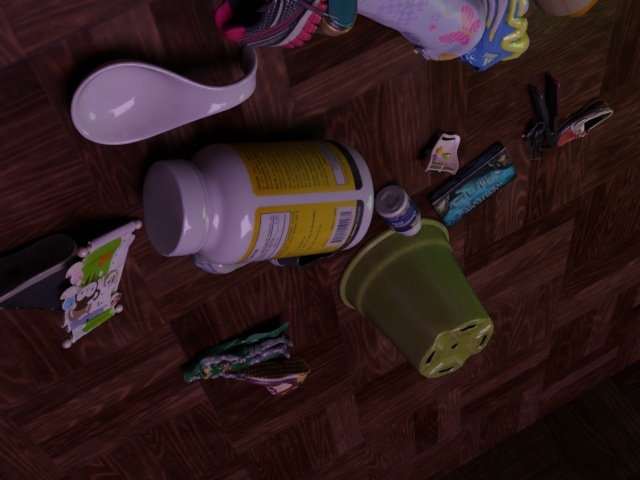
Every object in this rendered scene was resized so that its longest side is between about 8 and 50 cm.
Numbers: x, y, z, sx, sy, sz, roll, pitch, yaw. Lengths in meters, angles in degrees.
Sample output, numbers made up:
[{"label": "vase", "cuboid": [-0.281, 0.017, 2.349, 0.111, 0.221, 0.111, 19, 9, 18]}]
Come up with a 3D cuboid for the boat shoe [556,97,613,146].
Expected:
[{"label": "boat shoe", "cuboid": [0.548, -0.241, 1.814, 0.137, 0.043, 0.049, -39, 148, 8]}]

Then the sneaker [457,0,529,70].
[{"label": "sneaker", "cuboid": [0.268, -0.351, 1.398, 0.126, 0.091, 0.240, -36, 147, 3]}]

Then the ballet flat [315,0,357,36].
[{"label": "ballet flat", "cuboid": [0.018, -0.382, 1.127, 0.080, 0.073, 0.232, 12, 87, -31]}]

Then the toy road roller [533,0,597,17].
[{"label": "toy road roller", "cuboid": [0.479, -0.465, 1.304, 0.329, 0.240, 0.202, -43, 145, 12]}]

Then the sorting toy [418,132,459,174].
[{"label": "sorting toy", "cuboid": [0.231, -0.169, 1.637, 0.083, 0.045, 0.075, 2, 124, -41]}]

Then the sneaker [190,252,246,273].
[{"label": "sneaker", "cuboid": [-0.126, 0.001, 1.520, 0.237, 0.086, 0.085, -15, 114, -46]}]

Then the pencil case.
[{"label": "pencil case", "cuboid": [0.127, -0.353, 1.257, 0.124, 0.113, 0.273, -30, 152, 32]}]

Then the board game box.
[{"label": "board game box", "cuboid": [0.316, -0.112, 1.788, 0.186, 0.026, 0.126, -38, 146, 5]}]

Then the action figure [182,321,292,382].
[{"label": "action figure", "cuboid": [-0.173, 0.245, 1.780, 0.232, 0.063, 0.137, -16, 145, -21]}]

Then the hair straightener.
[{"label": "hair straightener", "cuboid": [0.436, -0.234, 1.736, 0.089, 0.047, 0.230, -32, 150, -5]}]

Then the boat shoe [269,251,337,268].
[{"label": "boat shoe", "cuboid": [0.000, 0.000, 1.552, 0.228, 0.076, 0.080, -19, 122, -54]}]

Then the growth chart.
[{"label": "growth chart", "cuboid": [-0.356, 0.070, 1.380, 0.172, 0.021, 0.237, -44, 162, -50]}]

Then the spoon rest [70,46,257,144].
[{"label": "spoon rest", "cuboid": [-0.204, -0.204, 1.181, 0.276, 0.084, 0.137, -20, 143, -22]}]

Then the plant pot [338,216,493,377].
[{"label": "plant pot", "cuboid": [0.218, 0.135, 1.802, 0.276, 0.254, 0.276, -22, 143, -18]}]

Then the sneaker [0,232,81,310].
[{"label": "sneaker", "cuboid": [-0.462, 0.084, 1.312, 0.222, 0.083, 0.118, -24, 145, -17]}]

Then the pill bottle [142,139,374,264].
[{"label": "pill bottle", "cuboid": [-0.097, -0.061, 1.353, 0.334, 0.188, 0.188, -6, 136, -35]}]

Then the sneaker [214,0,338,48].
[{"label": "sneaker", "cuboid": [-0.021, -0.336, 1.013, 0.112, 0.121, 0.299, -14, 152, -41]}]

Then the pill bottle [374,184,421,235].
[{"label": "pill bottle", "cuboid": [0.156, -0.054, 1.685, 0.067, 0.067, 0.120, -39, 146, 5]}]

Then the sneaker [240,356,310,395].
[{"label": "sneaker", "cuboid": [-0.106, 0.309, 1.902, 0.185, 0.069, 0.084, 4, 125, -42]}]
